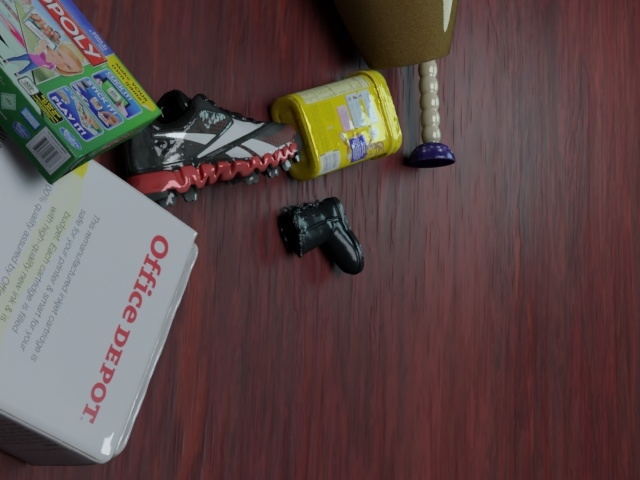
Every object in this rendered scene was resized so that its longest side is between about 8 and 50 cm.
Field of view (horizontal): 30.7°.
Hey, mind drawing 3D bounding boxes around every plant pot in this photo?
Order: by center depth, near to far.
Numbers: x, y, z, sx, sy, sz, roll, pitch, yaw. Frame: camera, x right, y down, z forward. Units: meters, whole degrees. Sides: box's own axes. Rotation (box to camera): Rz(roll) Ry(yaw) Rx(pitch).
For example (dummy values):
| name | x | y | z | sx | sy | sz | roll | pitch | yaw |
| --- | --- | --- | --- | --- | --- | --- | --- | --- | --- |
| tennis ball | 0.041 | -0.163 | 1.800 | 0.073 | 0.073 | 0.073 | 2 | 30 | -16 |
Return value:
| name | x | y | z | sx | sy | sz | roll | pitch | yaw |
| --- | --- | --- | --- | --- | --- | --- | --- | --- | --- |
| plant pot | 0.103 | -0.377 | 1.640 | 0.237 | 0.237 | 0.254 | -26 | 111 | -43 |

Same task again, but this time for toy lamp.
| name | x | y | z | sx | sy | sz | roll | pitch | yaw |
| --- | --- | --- | --- | --- | --- | --- | --- | --- | --- |
| toy lamp | 0.163 | -0.250 | 1.754 | 0.080 | 0.080 | 0.275 | 3 | 81 | -43 |

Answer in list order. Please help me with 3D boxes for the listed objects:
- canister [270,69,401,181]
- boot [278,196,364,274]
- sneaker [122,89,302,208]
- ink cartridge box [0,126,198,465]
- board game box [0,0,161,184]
| name | x | y | z | sx | sy | sz | roll | pitch | yaw |
| --- | --- | --- | --- | --- | --- | --- | --- | --- | --- |
| canister | 0.022 | -0.158 | 1.606 | 0.170 | 0.073 | 0.126 | -22 | 97 | -42 |
| boot | 0.000 | 0.000 | 1.575 | 0.099 | 0.045 | 0.121 | -20 | 89 | -46 |
| sneaker | -0.132 | -0.126 | 1.436 | 0.276 | 0.097 | 0.135 | -18 | 97 | -42 |
| ink cartridge box | -0.345 | 0.026 | 1.163 | 0.384 | 0.160 | 0.279 | 37 | 58 | -32 |
| board game box | -0.313 | -0.218 | 1.171 | 0.317 | 0.046 | 0.213 | 51 | 24 | -5 |
